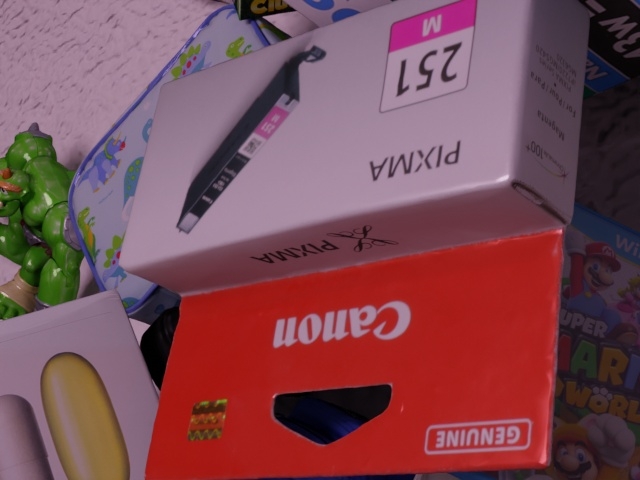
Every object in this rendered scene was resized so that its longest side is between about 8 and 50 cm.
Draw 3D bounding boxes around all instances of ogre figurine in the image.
[{"bbox_3d":[-0.238,-0.014,1.006,0.118,0.097,0.197,-59,28,28],"label":"ogre figurine"}]

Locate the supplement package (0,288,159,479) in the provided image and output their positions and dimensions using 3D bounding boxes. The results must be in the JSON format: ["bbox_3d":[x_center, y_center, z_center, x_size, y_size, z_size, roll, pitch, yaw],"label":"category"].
[{"bbox_3d":[-0.185,0.170,0.743,0.149,0.194,0.203,109,140,-59],"label":"supplement package"}]

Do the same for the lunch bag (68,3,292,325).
[{"bbox_3d":[-0.081,-0.054,0.886,0.219,0.090,0.176,-46,49,15],"label":"lunch bag"}]

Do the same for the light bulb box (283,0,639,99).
[{"bbox_3d":[0.104,-0.270,0.593,0.361,0.358,0.225,-23,48,44],"label":"light bulb box"}]

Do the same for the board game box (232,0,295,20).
[{"bbox_3d":[-0.030,-0.270,0.930,0.136,0.030,0.260,-11,52,-15],"label":"board game box"}]

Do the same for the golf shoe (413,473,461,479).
[{"bbox_3d":[0.071,0.167,0.644,0.140,0.115,0.306,-16,59,40],"label":"golf shoe"}]

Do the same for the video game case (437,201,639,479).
[{"bbox_3d":[0.140,0.065,0.607,0.015,0.119,0.166,115,-179,-61],"label":"video game case"}]

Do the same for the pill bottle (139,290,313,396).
[{"bbox_3d":[-0.010,0.020,0.769,0.219,0.123,0.123,-45,48,16],"label":"pill bottle"}]

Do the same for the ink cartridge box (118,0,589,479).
[{"bbox_3d":[0.000,0.000,0.635,0.275,0.060,0.239,-12,58,40],"label":"ink cartridge box"}]

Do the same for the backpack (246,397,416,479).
[{"bbox_3d":[-0.006,0.145,0.710,0.098,0.120,0.101,16,80,44],"label":"backpack"}]

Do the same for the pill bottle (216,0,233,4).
[{"bbox_3d":[-0.098,-0.235,1.000,0.120,0.067,0.067,23,86,44],"label":"pill bottle"}]
